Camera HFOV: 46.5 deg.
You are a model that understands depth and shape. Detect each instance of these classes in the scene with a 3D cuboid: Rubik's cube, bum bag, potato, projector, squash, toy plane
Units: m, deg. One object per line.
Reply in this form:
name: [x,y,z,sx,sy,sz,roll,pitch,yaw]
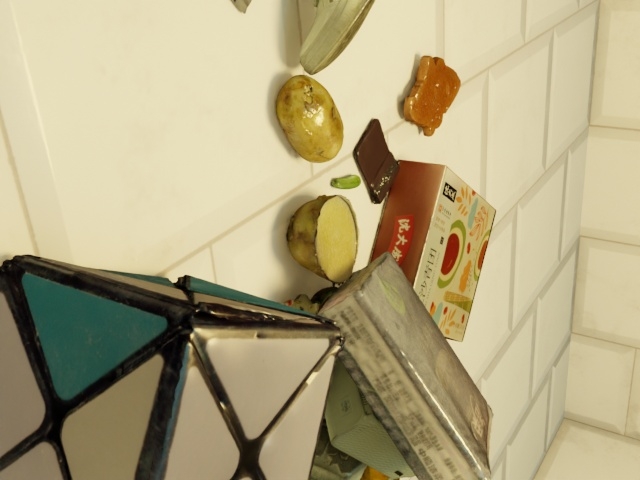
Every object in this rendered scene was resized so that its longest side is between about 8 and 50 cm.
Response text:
Rubik's cube: [-0.195,0.193,0.864,0.307,0.305,0.310,12,92,-57]
bum bag: [0.117,-0.159,1.511,0.109,0.026,0.159,-60,145,-26]
potato: [0.000,0.000,1.326,0.200,0.081,0.164,28,68,-61]
projector: [0.107,0.323,1.441,0.250,0.108,0.198,39,24,-38]
squash: [0.051,-0.110,1.421,0.089,0.027,0.027,-18,115,-54]
toy plane: [-0.053,0.191,1.249,0.108,0.092,0.286,35,37,-24]
potato: [-0.014,-0.199,1.232,0.107,0.080,0.170,-49,142,-21]

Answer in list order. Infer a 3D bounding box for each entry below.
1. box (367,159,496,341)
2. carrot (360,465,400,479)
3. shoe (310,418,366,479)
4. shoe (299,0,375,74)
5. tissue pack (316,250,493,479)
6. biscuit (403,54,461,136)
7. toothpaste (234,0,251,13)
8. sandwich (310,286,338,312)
box: [0.258,0.038,1.717,0.385,0.122,0.345,24,80,-59]
carrot: [0.122,0.636,1.720,0.114,0.114,0.302,1,95,-59]
shoe: [-0.006,0.503,1.458,0.342,0.132,0.211,-50,158,-54]
shoe: [0.026,-0.429,1.177,0.316,0.159,0.124,-54,-178,3]
tissue pack: [0.163,0.236,1.352,0.394,0.124,0.288,57,20,-2]
biscuit: [0.248,-0.327,1.655,0.280,0.043,0.183,-40,136,-52]
toothpaste: [-0.074,-0.465,1.075,0.266,0.061,0.096,-64,148,-10]
sandwich: [0.022,0.123,1.448,0.135,0.029,0.067,32,77,-59]
